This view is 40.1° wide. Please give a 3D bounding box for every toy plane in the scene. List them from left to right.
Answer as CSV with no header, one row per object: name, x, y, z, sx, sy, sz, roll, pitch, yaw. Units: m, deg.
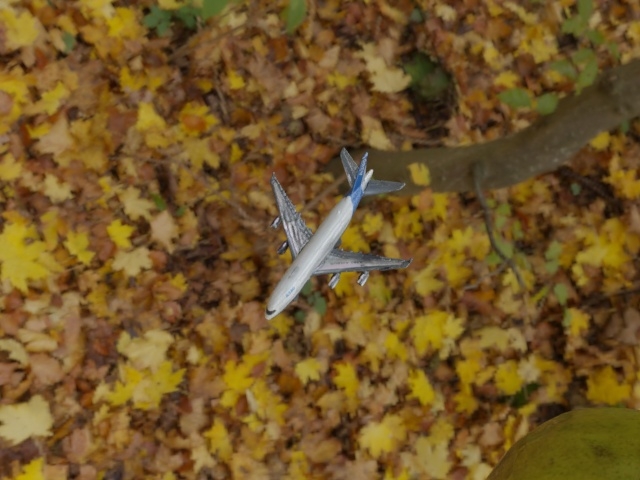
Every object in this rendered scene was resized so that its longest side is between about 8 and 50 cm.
toy plane,0.001,0.000,0.388,0.084,0.078,0.024,-58,159,2

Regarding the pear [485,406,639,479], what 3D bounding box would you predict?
pear,0.271,0.264,0.723,0.253,0.307,0.253,18,65,-46
